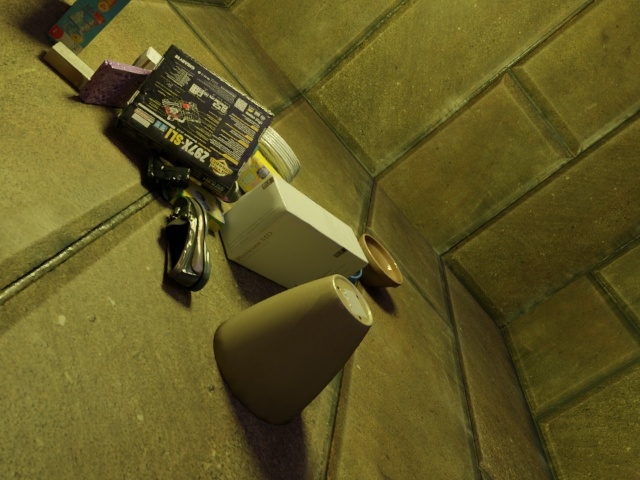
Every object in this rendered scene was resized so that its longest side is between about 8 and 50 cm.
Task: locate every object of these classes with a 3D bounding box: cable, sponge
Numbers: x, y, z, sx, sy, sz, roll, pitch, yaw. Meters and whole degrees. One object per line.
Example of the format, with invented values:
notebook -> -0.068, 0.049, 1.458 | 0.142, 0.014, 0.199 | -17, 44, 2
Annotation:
cable -> -0.181, -0.287, 1.962 | 0.257, 0.089, 0.257 | 36, -19, 23
sponge -> -0.501, -0.388, 1.506 | 0.031, 0.117, 0.210 | 48, 17, 5

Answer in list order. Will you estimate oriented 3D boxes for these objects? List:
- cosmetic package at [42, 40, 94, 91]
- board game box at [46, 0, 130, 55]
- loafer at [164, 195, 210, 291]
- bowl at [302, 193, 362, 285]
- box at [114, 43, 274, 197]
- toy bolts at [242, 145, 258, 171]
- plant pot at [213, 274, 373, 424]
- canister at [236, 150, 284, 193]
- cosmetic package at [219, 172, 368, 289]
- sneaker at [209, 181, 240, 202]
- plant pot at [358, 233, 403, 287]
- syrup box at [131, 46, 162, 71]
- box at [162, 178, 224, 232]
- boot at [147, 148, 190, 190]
cosmetic package -> -0.601, -0.418, 1.447 | 0.115, 0.041, 0.060 | 43, 20, -24
board game box -> -0.558, -0.658, 1.587 | 0.086, 0.308, 0.302 | 43, 20, -30
loafer -> -0.300, -0.011, 1.315 | 0.084, 0.096, 0.267 | 27, 31, -40
bowl -> 0.000, 0.000, 2.050 | 0.391, 0.077, 0.391 | 44, 19, -20
box -> -0.313, -0.304, 1.532 | 0.322, 0.257, 0.079 | 33, -22, -15
toy bolts -> -0.277, -0.243, 1.693 | 0.218, 0.228, 0.158 | 63, 28, -58
plant pot -> -0.033, 0.200, 1.251 | 0.256, 0.274, 0.256 | 46, 18, -20
canister -> -0.202, -0.199, 1.865 | 0.170, 0.126, 0.073 | 49, 21, -14
cosmetic package -> -0.070, 0.004, 1.649 | 0.385, 0.217, 0.156 | 29, 28, -47
sneaker -> -0.256, -0.138, 1.642 | 0.077, 0.072, 0.178 | 50, -5, -37
plant pot -> 0.201, 0.099, 2.294 | 0.237, 0.110, 0.237 | 45, 18, -19
syrup box -> -0.451, -0.451, 1.788 | 0.237, 0.096, 0.093 | 41, 19, -29
box -> -0.324, -0.105, 1.517 | 0.179, 0.043, 0.105 | 35, 24, -38
boot -> -0.368, -0.172, 1.457 | 0.099, 0.045, 0.121 | 3, 45, -17
